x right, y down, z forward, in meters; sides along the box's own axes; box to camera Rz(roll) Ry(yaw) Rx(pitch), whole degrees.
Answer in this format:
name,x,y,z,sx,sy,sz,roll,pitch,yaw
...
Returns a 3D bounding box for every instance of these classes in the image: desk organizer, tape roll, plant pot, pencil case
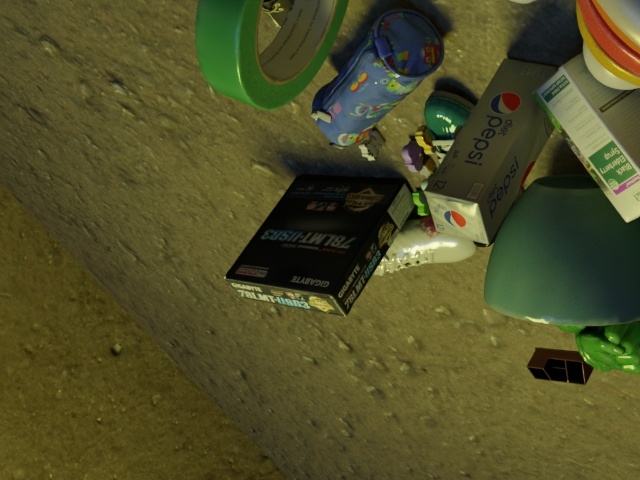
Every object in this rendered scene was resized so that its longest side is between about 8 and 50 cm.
name,x,y,z,sx,sy,sz,roll,pitch,yaw
desk organizer,0.496,0.261,2.271,0.130,0.050,0.047,0,137,48
tape roll,-0.060,-0.353,1.607,0.077,0.321,0.321,23,151,22
plant pot,0.408,0.000,1.759,0.290,0.290,0.195,9,107,41
pencil case,0.082,-0.261,1.808,0.119,0.133,0.306,67,153,9

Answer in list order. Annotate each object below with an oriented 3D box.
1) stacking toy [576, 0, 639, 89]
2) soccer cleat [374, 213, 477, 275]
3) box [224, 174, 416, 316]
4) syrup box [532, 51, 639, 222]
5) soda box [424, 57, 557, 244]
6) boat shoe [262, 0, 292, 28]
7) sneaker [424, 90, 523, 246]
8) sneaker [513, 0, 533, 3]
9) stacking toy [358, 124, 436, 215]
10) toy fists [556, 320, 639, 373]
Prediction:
name,x,y,z,sx,sy,sz,roll,pitch,yaw
stacking toy,0.407,-0.294,1.287,0.351,0.350,0.480,34,170,1
soccer cleat,0.156,0.021,2.165,0.331,0.143,0.116,6,141,43
box,0.000,0.000,2.141,0.295,0.293,0.073,7,142,43
syrup box,0.420,-0.153,1.559,0.237,0.096,0.093,55,156,5
soda box,0.263,-0.136,1.632,0.091,0.286,0.098,15,148,31
boat shoe,-0.085,-0.416,1.797,0.081,0.068,0.227,11,150,26
sneaker,0.251,-0.114,1.863,0.108,0.121,0.302,3,139,45
sneaker,0.160,-0.378,1.489,0.292,0.169,0.108,33,151,0
stacking toy,0.189,-0.121,1.999,0.167,0.052,0.221,-1,137,50
toy fists,0.500,0.150,2.042,0.279,0.096,0.142,41,152,-8
